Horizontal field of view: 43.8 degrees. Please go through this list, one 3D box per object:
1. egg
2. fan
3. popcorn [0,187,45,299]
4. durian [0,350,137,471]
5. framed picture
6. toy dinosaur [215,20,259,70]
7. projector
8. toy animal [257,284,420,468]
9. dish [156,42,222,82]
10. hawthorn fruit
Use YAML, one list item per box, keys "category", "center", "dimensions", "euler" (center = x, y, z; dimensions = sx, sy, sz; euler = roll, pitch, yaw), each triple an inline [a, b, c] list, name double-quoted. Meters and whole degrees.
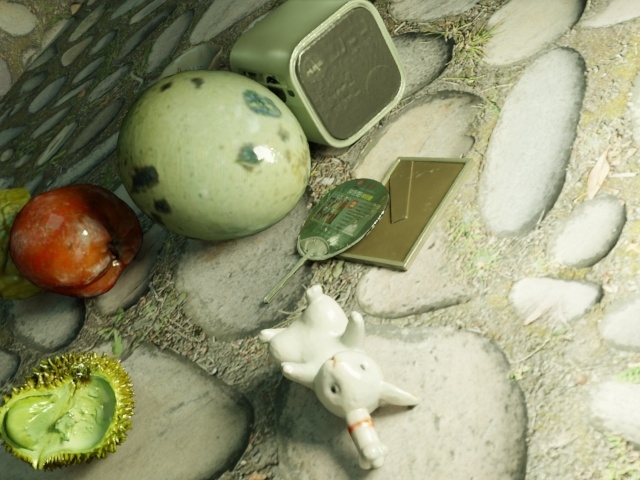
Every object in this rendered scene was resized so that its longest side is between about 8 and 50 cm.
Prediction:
- category: "egg"
  center: [-0.211, -0.170, 1.596]
  dimensions: [0.427, 0.345, 0.345]
  euler: [9, 57, 41]
- category: "fan"
  center: [0.005, -0.023, 1.508]
  dimensions: [0.294, 0.012, 0.223]
  euler: [-35, 30, 16]
- category: "popcorn"
  center: [-0.749, 0.017, 1.966]
  dimensions: [0.247, 0.282, 0.282]
  euler: [1, 51, 35]
- category: "durian"
  center: [-0.437, 0.298, 1.410]
  dimensions: [0.236, 0.200, 0.176]
  euler: [-22, 11, 4]
- category: "framed picture"
  center: [0.146, -0.055, 1.425]
  dimensions: [0.184, 0.016, 0.250]
  euler: [7, 55, 47]
- category: "toy dinosaur"
  center: [-0.107, -0.380, 1.962]
  dimensions: [0.331, 0.129, 0.384]
  euler: [29, 86, 40]
- category: "projector"
  center: [-0.006, -0.359, 1.688]
  dimensions: [0.248, 0.249, 0.249]
  euler: [-43, 34, -18]
- category: "toy animal"
  center: [0.029, 0.186, 1.153]
  dimensions: [0.140, 0.138, 0.282]
  euler: [-38, 35, -6]
- category: "dish"
  center: [-0.368, -0.478, 2.326]
  dimensions: [0.229, 0.081, 0.229]
  euler: [-22, 38, 18]
- category: "hawthorn fruit"
  center: [-0.549, -0.004, 1.793]
  dimensions: [0.284, 0.284, 0.284]
  euler: [-25, 37, 20]
